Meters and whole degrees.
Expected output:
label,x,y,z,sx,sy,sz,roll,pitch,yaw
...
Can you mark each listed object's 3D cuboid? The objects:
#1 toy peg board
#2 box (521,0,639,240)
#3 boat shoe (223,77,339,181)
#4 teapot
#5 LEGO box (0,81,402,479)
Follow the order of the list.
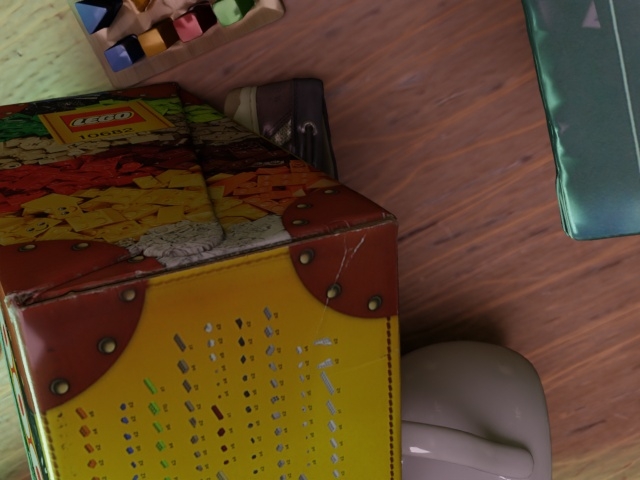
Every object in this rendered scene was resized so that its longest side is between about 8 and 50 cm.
label,x,y,z,sx,sy,sz,roll,pitch,yaw
toy peg board,-0.135,-0.211,0.626,0.161,0.079,0.161,-21,111,13
box,0.294,-0.189,0.365,0.396,0.212,0.293,-8,107,29
boat shoe,0.000,0.000,0.700,0.092,0.103,0.285,-12,107,15
teapot,0.080,0.198,0.702,0.187,0.252,0.256,6,113,1
LEGO box,-0.110,0.169,0.611,0.193,0.372,0.500,-13,115,-23
